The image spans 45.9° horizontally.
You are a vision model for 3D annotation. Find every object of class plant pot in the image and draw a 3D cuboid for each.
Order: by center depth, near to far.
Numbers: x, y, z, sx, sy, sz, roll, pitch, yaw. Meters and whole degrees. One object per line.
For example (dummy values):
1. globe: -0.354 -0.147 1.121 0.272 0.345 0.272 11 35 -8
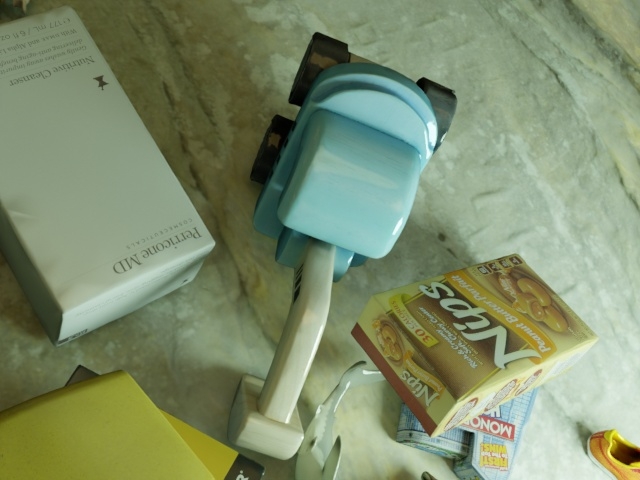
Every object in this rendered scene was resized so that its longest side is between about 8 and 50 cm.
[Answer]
1. plant pot: -0.225 0.245 0.692 0.212 0.212 0.187 49 49 5

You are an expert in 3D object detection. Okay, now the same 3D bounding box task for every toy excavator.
1. toy excavator: 0.000 0.000 1.004 0.222 0.433 0.445 22 34 -11

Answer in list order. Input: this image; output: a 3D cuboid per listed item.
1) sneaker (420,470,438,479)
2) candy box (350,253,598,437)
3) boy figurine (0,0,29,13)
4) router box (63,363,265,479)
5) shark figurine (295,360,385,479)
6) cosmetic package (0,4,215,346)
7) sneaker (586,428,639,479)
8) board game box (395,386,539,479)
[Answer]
1. sneaker: 0.090 0.369 0.999 0.188 0.066 0.071 -13 56 -30
2. candy box: 0.221 0.133 1.060 0.316 0.087 0.183 -12 50 -39
3. boy figurine: -0.494 -0.397 1.090 0.177 0.092 0.285 22 61 -10
4. router box: -0.237 0.327 0.804 0.243 0.081 0.309 30 62 -5
5. shark figurine: 0.022 0.295 0.995 0.116 0.166 0.278 42 38 -28
6. cosmetic package: -0.331 -0.085 0.977 0.217 0.156 0.385 -29 79 -30
7. sneaker: 0.483 0.353 1.140 0.175 0.067 0.064 36 59 -4
8. board game box: 0.213 0.264 1.082 0.194 0.060 0.194 19 62 -12
